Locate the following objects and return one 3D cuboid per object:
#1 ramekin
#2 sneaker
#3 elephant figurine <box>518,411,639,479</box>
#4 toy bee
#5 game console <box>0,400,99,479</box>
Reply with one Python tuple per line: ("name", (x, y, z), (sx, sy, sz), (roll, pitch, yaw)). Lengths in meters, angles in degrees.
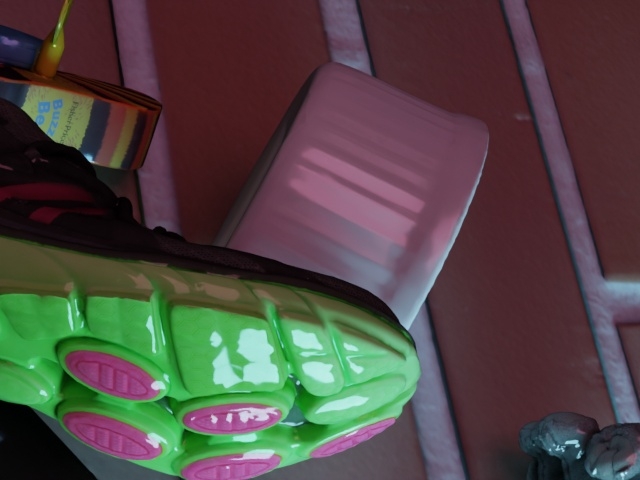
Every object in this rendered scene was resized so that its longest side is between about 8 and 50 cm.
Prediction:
("ramekin", (0.000, 0.000, 1.026), (0.135, 0.277, 0.277), (28, 54, -7))
("sneaker", (-0.162, 0.005, 0.833), (0.483, 0.185, 0.202), (17, 46, -6))
("elephant figurine", (0.219, 0.274, 1.103), (0.169, 0.186, 0.239), (51, 46, -58))
("toy bee", (-0.242, -0.092, 0.995), (0.298, 0.162, 0.195), (-9, 115, -26))
("game console", (-0.350, 0.127, 0.791), (0.342, 0.060, 0.386), (-29, 59, -37))
